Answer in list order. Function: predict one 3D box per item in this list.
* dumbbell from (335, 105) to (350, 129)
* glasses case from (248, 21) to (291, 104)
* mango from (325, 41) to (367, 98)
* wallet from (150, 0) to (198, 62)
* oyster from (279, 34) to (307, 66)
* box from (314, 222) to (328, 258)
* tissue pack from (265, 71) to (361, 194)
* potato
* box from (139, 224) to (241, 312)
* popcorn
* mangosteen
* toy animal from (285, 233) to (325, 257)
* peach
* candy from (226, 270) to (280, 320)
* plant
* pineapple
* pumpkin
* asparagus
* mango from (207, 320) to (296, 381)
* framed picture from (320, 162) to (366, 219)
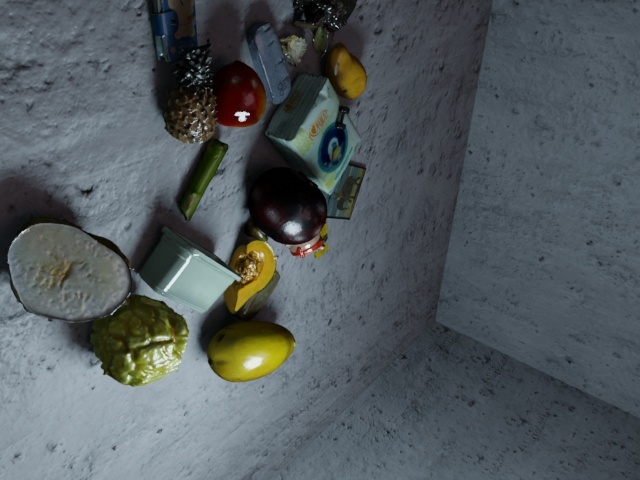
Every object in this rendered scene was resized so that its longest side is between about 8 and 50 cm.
[{"bbox_3d":[0.079,-0.443,1.983,0.040,0.035,0.083,0,106,-60],"label":"dumbbell"},{"bbox_3d":[-0.165,-0.578,1.800,0.109,0.067,0.283,-51,147,-27],"label":"glasses case"},{"bbox_3d":[0.090,-0.646,2.101,0.157,0.109,0.262,-52,142,-5],"label":"mango"},{"bbox_3d":[-0.390,-0.589,1.467,0.141,0.059,0.202,-39,141,-47],"label":"wallet"},{"bbox_3d":[-0.091,-0.650,1.882,0.146,0.045,0.122,-46,141,-41],"label":"oyster"},{"bbox_3d":[0.000,0.000,2.465,0.087,0.023,0.155,-43,142,-38],"label":"box"},{"bbox_3d":[-0.014,-0.393,2.058,0.288,0.162,0.388,-62,149,-12],"label":"tissue pack"},{"bbox_3d":[-0.654,0.077,1.409,0.299,0.196,0.247,37,74,-28],"label":"potato"},{"bbox_3d":[-0.427,0.106,1.774,0.183,0.175,0.312,-53,147,-5],"label":"box"},{"bbox_3d":[-0.546,0.306,1.646,0.247,0.282,0.282,-12,120,-56],"label":"popcorn"},{"bbox_3d":[-0.128,-0.110,1.958,0.293,0.297,0.297,-47,144,-13],"label":"mangosteen"},{"bbox_3d":[-0.079,-0.015,2.190,0.197,0.171,0.171,39,77,-50],"label":"toy animal"},{"bbox_3d":[-0.255,-0.439,1.651,0.197,0.197,0.198,-34,136,-41],"label":"peach"},{"bbox_3d":[-0.261,0.201,2.133,0.234,0.104,0.102,-59,143,-13],"label":"candy"},{"bbox_3d":[0.005,-0.781,1.822,0.234,0.178,0.204,-53,158,-3],"label":"plant"},{"bbox_3d":[-0.351,-0.415,1.513,0.157,0.157,0.279,-29,145,-45],"label":"pineapple"},{"bbox_3d":[-0.261,0.134,2.048,0.163,0.111,0.279,14,87,-42],"label":"pumpkin"},{"bbox_3d":[-0.379,-0.194,1.743,0.278,0.060,0.067,-63,167,-6],"label":"asparagus"},{"bbox_3d":[-0.247,0.414,2.127,0.445,0.301,0.221,-3,78,-60],"label":"mango"},{"bbox_3d":[0.079,-0.221,2.445,0.347,0.016,0.265,3,108,-56],"label":"framed picture"}]
